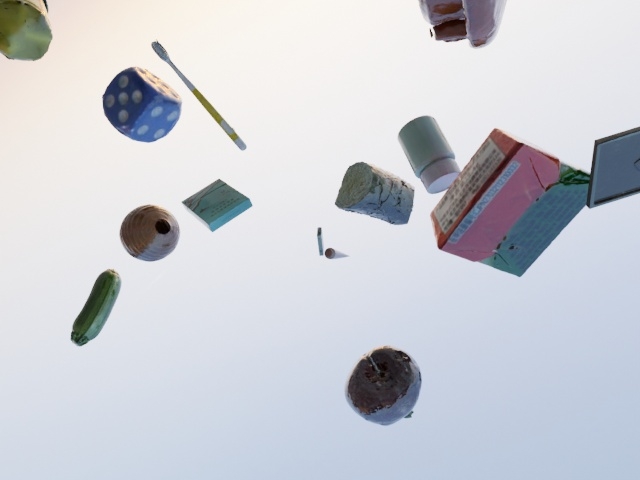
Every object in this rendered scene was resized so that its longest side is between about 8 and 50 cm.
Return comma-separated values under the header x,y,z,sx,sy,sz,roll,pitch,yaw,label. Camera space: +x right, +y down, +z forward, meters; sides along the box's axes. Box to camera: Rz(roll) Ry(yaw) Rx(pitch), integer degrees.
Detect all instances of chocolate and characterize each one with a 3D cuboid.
x,y,z,sx,sy,sz,roll,pitch,yaw,label
0.522,-0.104,1.482,0.360,0.341,0.161,-57,-148,27,chocolate

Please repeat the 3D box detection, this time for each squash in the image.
x,y,z,sx,sy,sz,roll,pitch,yaw,label
-0.575,0.170,1.394,0.077,0.068,0.219,12,-121,11,squash

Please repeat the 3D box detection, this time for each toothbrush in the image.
x,y,z,sx,sy,sz,roll,pitch,yaw,label
-0.255,-0.305,1.152,0.021,0.288,0.024,-44,-160,-9,toothbrush

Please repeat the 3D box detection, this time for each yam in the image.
x,y,z,sx,sy,sz,roll,pitch,yaw,label
0.229,-0.169,2.055,0.201,0.271,0.203,3,-105,53,yam

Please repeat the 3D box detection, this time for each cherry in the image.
x,y,z,sx,sy,sz,roll,pitch,yaw,label
0.152,0.350,1.305,0.195,0.195,0.195,-22,-143,18,cherry

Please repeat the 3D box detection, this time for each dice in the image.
x,y,z,sx,sy,sz,roll,pitch,yaw,label
-0.447,-0.341,1.366,0.143,0.146,0.146,46,-72,14,dice

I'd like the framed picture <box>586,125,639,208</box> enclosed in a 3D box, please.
x,y,z,sx,sy,sz,roll,pitch,yaw,label
0.795,-0.198,1.301,0.289,0.211,0.020,-17,-136,4,framed picture

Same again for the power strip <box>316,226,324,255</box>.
x,y,z,sx,sy,sz,roll,pitch,yaw,label
0.000,0.000,2.090,0.019,0.136,0.051,0,-136,6,power strip

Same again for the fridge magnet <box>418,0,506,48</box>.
x,y,z,sx,sy,sz,roll,pitch,yaw,label
0.213,-0.480,0.828,0.155,0.364,0.364,-5,-136,20,fridge magnet

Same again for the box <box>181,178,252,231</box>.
x,y,z,sx,sy,sz,roll,pitch,yaw,label
-0.348,-0.122,1.797,0.162,0.041,0.229,-35,-141,-19,box

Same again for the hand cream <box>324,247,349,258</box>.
x,y,z,sx,sy,sz,roll,pitch,yaw,label
0.056,0.055,2.065,0.067,0.209,0.043,-2,-96,17,hand cream

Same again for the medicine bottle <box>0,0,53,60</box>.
x,y,z,sx,sy,sz,roll,pitch,yaw,label
-0.601,-0.437,1.070,0.124,0.124,0.239,-37,-139,-2,medicine bottle

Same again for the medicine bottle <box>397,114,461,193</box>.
x,y,z,sx,sy,sz,roll,pitch,yaw,label
0.346,-0.273,1.715,0.139,0.139,0.226,-27,-113,12,medicine bottle

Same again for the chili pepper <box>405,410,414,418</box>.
x,y,z,sx,sy,sz,roll,pitch,yaw,label
0.207,0.470,1.469,0.091,0.030,0.034,10,-90,8,chili pepper

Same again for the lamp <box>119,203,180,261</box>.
x,y,z,sx,sy,sz,roll,pitch,yaw,label
-0.394,-0.017,1.251,0.136,0.136,0.136,-22,-143,18,lamp
